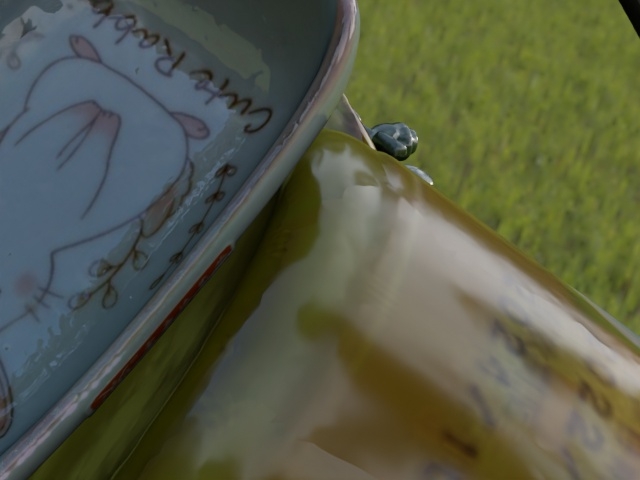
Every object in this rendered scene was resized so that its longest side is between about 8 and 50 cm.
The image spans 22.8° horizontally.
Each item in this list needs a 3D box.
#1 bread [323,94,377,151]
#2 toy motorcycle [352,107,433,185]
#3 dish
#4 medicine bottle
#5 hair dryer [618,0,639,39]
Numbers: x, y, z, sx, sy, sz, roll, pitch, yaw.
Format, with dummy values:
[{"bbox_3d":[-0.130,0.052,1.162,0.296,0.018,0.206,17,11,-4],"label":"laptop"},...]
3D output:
[{"bbox_3d":[-0.055,0.008,0.810,0.156,0.260,0.158,-34,31,-20],"label":"bread"},{"bbox_3d":[0.000,0.000,1.084,0.275,0.127,0.205,-8,29,-32],"label":"toy motorcycle"},{"bbox_3d":[-0.093,-0.017,0.510,0.151,0.212,0.077,36,-8,24],"label":"dish"},{"bbox_3d":[0.086,0.148,0.598,0.384,0.224,0.224,35,15,-12],"label":"medicine bottle"},{"bbox_3d":[0.117,0.021,0.328,0.195,0.075,0.219,53,22,-11],"label":"hair dryer"}]
